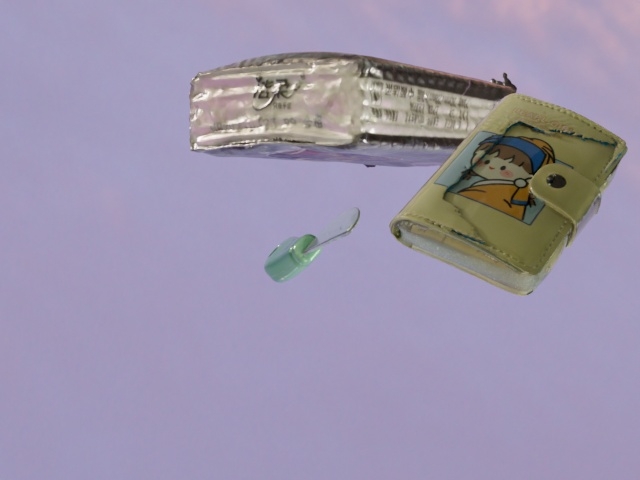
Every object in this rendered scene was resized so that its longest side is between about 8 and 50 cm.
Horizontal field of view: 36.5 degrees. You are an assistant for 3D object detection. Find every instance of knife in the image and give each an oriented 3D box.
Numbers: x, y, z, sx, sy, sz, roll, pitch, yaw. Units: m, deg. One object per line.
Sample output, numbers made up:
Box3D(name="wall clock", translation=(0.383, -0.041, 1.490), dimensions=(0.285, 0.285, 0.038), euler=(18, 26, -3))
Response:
Box3D(name="knife", translation=(0.001, -0.001, 0.996), dimensions=(0.034, 0.260, 0.063), euler=(46, -113, -7))

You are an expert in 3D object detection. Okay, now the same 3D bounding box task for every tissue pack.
Box3D(name="tissue pack", translation=(0.049, -0.150, 1.179), dimensions=(0.259, 0.122, 0.361), euler=(0, -177, 36))

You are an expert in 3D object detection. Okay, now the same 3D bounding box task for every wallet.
Box3D(name="wallet", translation=(0.134, -0.038, 0.669), dimensions=(0.110, 0.039, 0.155), euler=(25, -126, 25))
